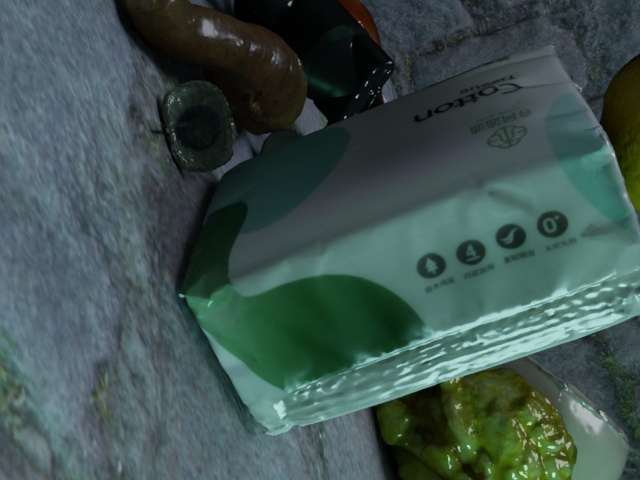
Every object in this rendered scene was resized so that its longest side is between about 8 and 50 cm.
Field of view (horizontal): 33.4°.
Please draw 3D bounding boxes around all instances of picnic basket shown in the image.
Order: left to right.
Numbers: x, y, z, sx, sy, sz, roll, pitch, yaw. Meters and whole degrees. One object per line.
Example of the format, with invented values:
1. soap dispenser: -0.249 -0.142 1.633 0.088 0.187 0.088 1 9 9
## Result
1. picnic basket: -0.105 -0.102 0.934 0.083 0.065 0.083 122 -44 -82

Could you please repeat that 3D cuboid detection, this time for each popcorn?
1. popcorn: 0.219 0.276 1.461 0.235 0.250 0.242 -87 157 -43

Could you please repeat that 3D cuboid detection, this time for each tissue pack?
1. tissue pack: 0.078 -0.007 0.927 0.266 0.356 0.194 -85 151 -64

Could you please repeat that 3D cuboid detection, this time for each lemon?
1. lemon: 0.346 -0.097 0.954 0.257 0.188 0.188 -18 90 -83

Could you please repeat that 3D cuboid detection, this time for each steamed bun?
1. steamed bun: 0.297 0.307 1.725 0.374 0.241 0.374 40 -3 2

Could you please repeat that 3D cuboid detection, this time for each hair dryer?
1. hair dryer: -0.055 -0.272 1.253 0.302 0.116 0.244 27 19 -52

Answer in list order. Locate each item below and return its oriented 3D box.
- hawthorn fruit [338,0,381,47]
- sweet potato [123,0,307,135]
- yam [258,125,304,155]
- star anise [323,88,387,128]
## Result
1. hawthorn fruit: 0.008 -0.286 1.539 0.188 0.169 0.169 -104 172 -67
2. sweet potato: -0.082 -0.176 1.079 0.385 0.109 0.109 23 50 -75
3. yam: -0.017 -0.066 1.293 0.179 0.078 0.078 52 22 -61
4. star anise: 0.037 -0.121 1.525 0.190 0.126 0.220 -58 152 -68
